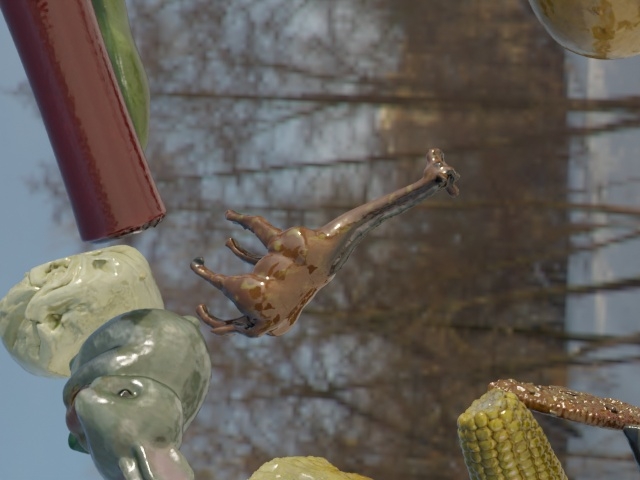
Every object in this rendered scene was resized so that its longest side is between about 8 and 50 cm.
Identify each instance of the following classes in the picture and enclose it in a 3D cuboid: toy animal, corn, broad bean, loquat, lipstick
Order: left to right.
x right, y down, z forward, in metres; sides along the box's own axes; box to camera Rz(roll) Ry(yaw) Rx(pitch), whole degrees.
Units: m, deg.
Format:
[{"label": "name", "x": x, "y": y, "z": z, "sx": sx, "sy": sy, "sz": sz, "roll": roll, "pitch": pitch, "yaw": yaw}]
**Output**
[{"label": "lipstick", "x": -0.202, "y": -0.118, "z": 1.287, "sx": 0.080, "sy": 0.080, "sz": 0.241, "roll": -46, "pitch": -62, "yaw": -73}, {"label": "broad bean", "x": -0.228, "y": -0.242, "z": 1.644, "sx": 0.067, "sy": 0.075, "sz": 0.325, "roll": -16, "pitch": -83, "yaw": -39}, {"label": "toy animal", "x": -0.139, "y": 0.127, "z": 1.174, "sx": 0.108, "sy": 0.138, "sz": 0.236, "roll": 46, "pitch": -179, "yaw": -12}, {"label": "toy animal", "x": 0.000, "y": 0.000, "z": 1.432, "sx": 0.066, "sy": 0.230, "sz": 0.224, "roll": 50, "pitch": -122, "yaw": -41}, {"label": "corn", "x": 0.228, "y": 0.294, "z": 1.600, "sx": 0.106, "sy": 0.106, "sz": 0.305, "roll": -60, "pitch": -50, "yaw": -67}, {"label": "loquat", "x": 0.315, "y": -0.294, "z": 1.637, "sx": 0.208, "sy": 0.208, "sz": 0.208, "roll": 3, "pitch": -90, "yaw": -79}]

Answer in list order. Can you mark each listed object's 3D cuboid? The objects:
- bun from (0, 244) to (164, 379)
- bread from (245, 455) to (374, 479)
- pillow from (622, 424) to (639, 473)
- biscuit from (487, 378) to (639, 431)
[{"label": "bun", "x": -0.325, "y": 0.084, "z": 2.041, "sx": 0.229, "sy": 0.229, "sz": 0.145, "roll": -74, "pitch": -36, "yaw": -49}, {"label": "bread", "x": 0.011, "y": 0.215, "z": 0.978, "sx": 0.251, "sy": 0.174, "sz": 0.133, "roll": -49, "pitch": -24, "yaw": -43}, {"label": "pillow", "x": 0.421, "y": 0.256, "z": 1.512, "sx": 0.208, "sy": 0.212, "sz": 0.052, "roll": 63, "pitch": -142, "yaw": -34}, {"label": "biscuit", "x": 0.290, "y": 0.182, "z": 1.669, "sx": 0.126, "sy": 0.206, "sz": 0.025, "roll": 17, "pitch": 94, "yaw": 56}]
